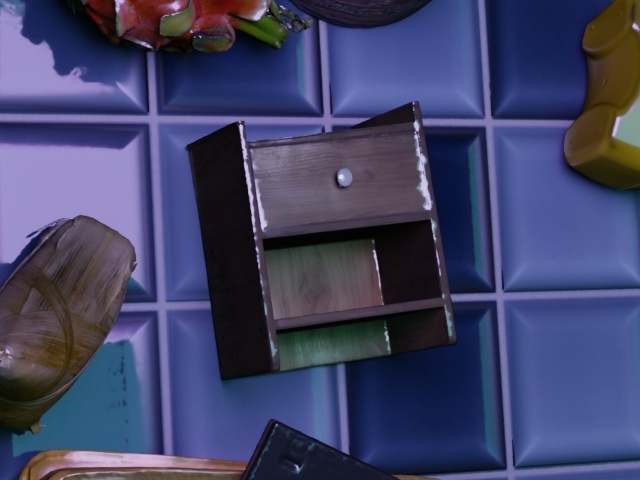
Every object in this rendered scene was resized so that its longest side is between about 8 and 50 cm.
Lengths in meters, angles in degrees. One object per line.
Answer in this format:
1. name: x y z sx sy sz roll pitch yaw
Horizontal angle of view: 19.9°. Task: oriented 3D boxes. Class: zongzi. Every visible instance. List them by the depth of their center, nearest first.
1. zongzi: -0.218 0.053 1.467 0.099 0.197 0.194 30 69 -1

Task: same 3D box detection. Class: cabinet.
1. cabinet: 0.000 0.000 1.584 0.174 0.148 0.215 -7 85 -22

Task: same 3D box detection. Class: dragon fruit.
1. dragon fruit: -0.115 -0.220 1.569 0.235 0.137 0.135 18 86 -10

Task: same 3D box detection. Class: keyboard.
1. keyboard: 0.072 0.248 1.510 0.317 0.027 0.106 28 87 -20

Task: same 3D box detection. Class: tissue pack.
1. tissue pack: 0.315 -0.138 1.739 0.127 0.123 0.178 14 78 -16

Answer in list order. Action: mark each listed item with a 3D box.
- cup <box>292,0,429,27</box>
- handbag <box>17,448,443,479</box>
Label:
1. cup: 0.037 -0.335 1.583 0.301 0.257 0.227 10 78 -19
2. handbag: -0.077 0.327 1.532 0.400 0.133 0.283 6 86 -21
